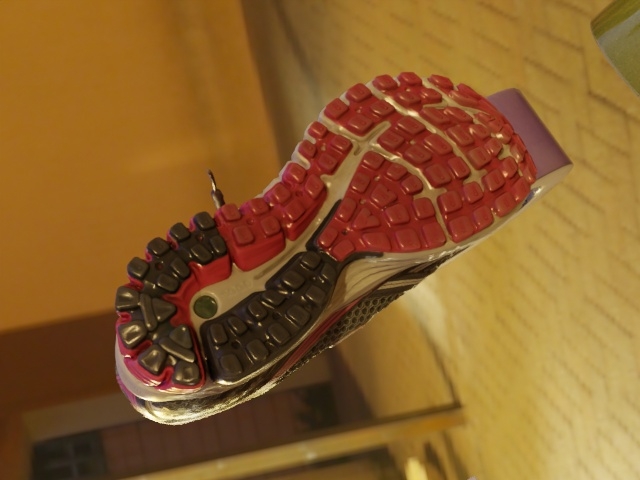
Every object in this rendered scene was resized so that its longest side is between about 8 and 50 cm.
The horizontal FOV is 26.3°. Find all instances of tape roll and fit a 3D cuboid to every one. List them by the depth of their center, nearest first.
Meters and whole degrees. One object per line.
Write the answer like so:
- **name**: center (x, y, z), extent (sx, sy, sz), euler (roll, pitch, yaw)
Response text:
- **tape roll**: center (0.112, -0.040, 1.143), extent (0.080, 0.189, 0.189), euler (56, 170, 8)

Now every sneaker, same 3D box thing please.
- **sneaker**: center (0.000, 0.000, 0.821), extent (0.121, 0.299, 0.112), euler (53, 156, 16)

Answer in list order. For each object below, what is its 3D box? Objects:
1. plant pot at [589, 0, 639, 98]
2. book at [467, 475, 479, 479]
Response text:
- **plant pot**: center (0.451, -0.220, 1.267), extent (0.293, 0.275, 0.275), euler (-48, 35, 25)
- **book**: center (0.137, 0.283, 1.242), extent (0.035, 0.096, 0.144), euler (59, 173, -24)
